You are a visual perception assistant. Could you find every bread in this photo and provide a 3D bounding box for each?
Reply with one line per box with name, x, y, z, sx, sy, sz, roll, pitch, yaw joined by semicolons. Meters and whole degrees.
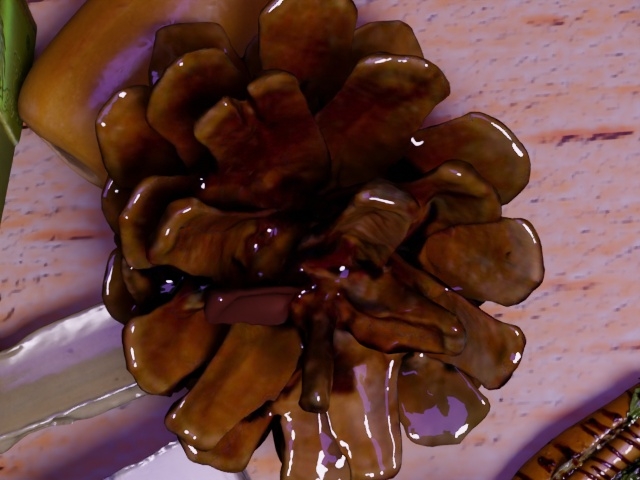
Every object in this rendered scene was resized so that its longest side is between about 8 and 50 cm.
bread;-0.059;-0.135;0.732;0.092;0.074;0.239;37;84;19

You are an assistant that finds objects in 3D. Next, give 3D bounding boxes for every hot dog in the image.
hot dog;0.134;0.107;0.666;0.122;0.037;0.049;-41;78;-1

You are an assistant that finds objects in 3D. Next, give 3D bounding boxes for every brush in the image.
brush;-0.158;0.082;0.711;0.282;0.048;0.054;-23;71;-5

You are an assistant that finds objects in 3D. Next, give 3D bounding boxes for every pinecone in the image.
pinecone;0.001;0.000;0.624;0.202;0.201;0.229;-12;94;-3

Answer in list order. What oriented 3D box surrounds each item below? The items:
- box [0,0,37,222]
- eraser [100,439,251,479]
box;-0.192;-0.018;0.641;0.043;0.173;0.311;3;65;5
eraser;-0.055;0.210;0.654;0.124;0.068;0.210;-28;75;-1
